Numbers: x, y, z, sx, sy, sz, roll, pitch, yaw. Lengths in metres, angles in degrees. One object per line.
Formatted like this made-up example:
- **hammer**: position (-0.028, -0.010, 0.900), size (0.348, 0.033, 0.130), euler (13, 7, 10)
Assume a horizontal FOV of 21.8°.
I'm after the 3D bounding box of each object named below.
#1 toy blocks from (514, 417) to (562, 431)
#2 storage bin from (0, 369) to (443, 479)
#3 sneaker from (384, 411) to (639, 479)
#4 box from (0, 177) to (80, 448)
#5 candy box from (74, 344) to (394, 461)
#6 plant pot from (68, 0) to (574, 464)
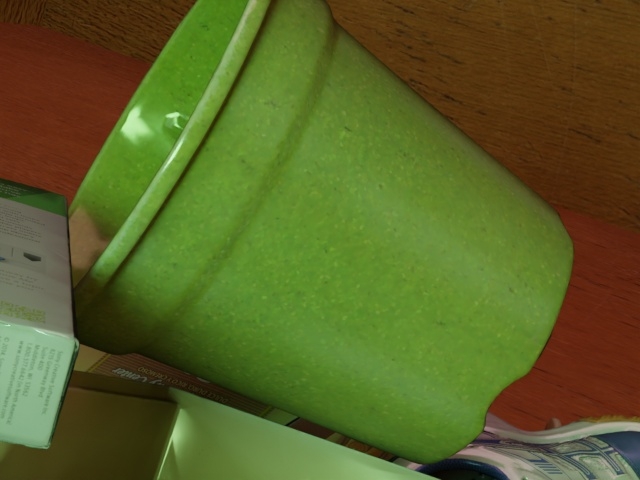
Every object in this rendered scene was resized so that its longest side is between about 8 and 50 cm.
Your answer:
- **toy blocks**: position (0.172, 0.176, 1.342), size (0.148, 0.054, 0.123), euler (12, 13, -6)
- **storage bin**: position (-0.024, 0.164, 0.860), size (0.262, 0.123, 0.260), euler (18, -4, 16)
- **sneaker**: position (0.164, 0.193, 1.187), size (0.297, 0.111, 0.131), euler (6, 24, -2)
- **box**: position (-0.237, 0.001, 0.801), size (0.232, 0.058, 0.322), euler (15, 10, -12)
- **candy box**: position (-0.098, 0.089, 1.195), size (0.183, 0.087, 0.316), euler (-31, 38, -31)
- **plant pot**: position (0.000, 0.000, 0.994), size (0.254, 0.276, 0.276), euler (32, 8, -14)
